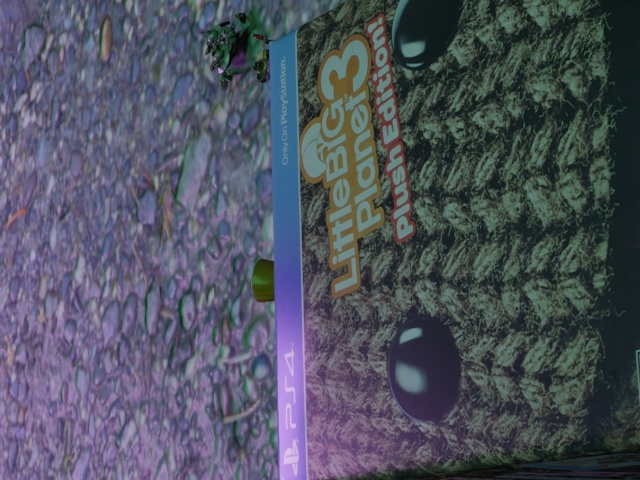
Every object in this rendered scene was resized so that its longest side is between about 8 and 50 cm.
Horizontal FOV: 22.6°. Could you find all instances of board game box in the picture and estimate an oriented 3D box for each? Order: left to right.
[{"bbox_3d":[0.114,-0.012,0.706,0.291,0.141,0.232,-21,67,53],"label":"board game box"}]

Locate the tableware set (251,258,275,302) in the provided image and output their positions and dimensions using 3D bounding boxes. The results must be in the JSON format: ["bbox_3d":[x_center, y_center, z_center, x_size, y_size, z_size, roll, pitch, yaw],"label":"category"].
[{"bbox_3d":[0.000,0.000,0.880,0.024,0.154,0.104,2,102,20],"label":"tableware set"}]

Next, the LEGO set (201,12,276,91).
[{"bbox_3d":[-0.062,-0.132,1.099,0.083,0.023,0.054,-5,80,56],"label":"LEGO set"}]
